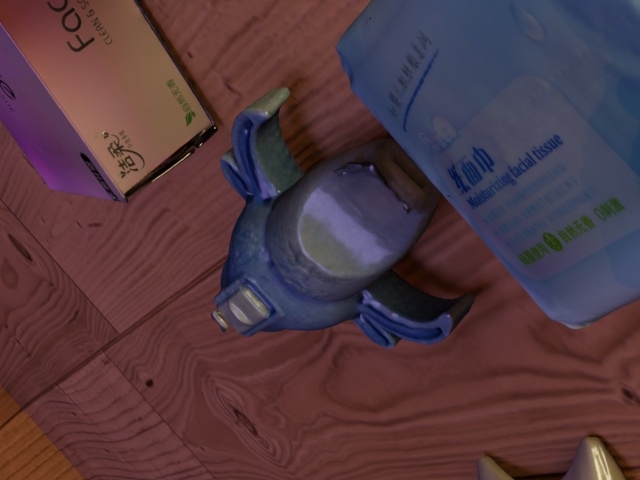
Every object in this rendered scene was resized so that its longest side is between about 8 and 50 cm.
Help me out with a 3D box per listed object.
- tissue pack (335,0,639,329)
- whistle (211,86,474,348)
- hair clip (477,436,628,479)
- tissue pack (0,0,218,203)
[{"bbox_3d":[0.113,-0.070,0.497,0.177,0.089,0.263,49,157,1],"label":"tissue pack"},{"bbox_3d":[0.000,0.000,0.833,0.180,0.093,0.269,49,152,-4],"label":"whistle"},{"bbox_3d":[0.195,0.273,0.880,0.282,0.113,0.172,50,157,-3],"label":"hair clip"},{"bbox_3d":[-0.196,-0.149,0.918,0.148,0.092,0.246,10,138,58],"label":"tissue pack"}]
